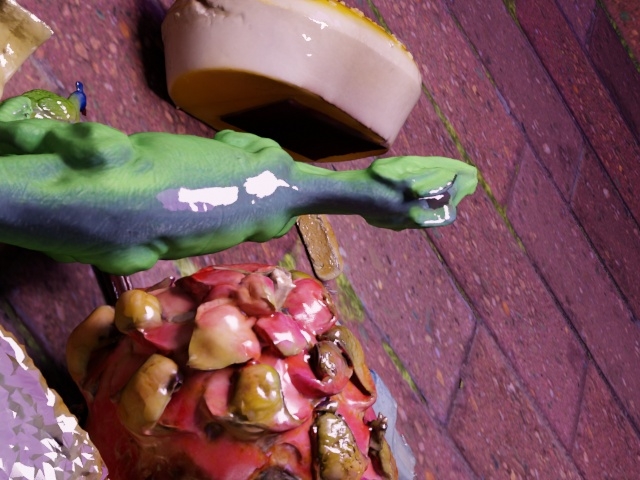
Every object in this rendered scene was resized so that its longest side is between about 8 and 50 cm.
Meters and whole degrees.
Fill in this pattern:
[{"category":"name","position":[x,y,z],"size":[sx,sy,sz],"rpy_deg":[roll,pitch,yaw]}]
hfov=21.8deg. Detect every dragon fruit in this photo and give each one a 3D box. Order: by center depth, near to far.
[{"category":"dragon fruit","position":[-0.077,0.144,1.267],"size":[0.250,0.269,0.291],"rpy_deg":[53,-14,47]}]

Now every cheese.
[{"category":"cheese","position":[-0.276,-0.162,1.413],"size":[0.060,0.041,0.084],"rpy_deg":[39,68,-32]}]

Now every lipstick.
[{"category":"lipstick","position":[-0.174,0.045,1.447],"size":[0.027,0.027,0.177],"rpy_deg":[-8,77,-63]}]

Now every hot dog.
[{"category":"hot dog","position":[0.000,0.000,1.796],"size":[0.090,0.030,0.034],"rpy_deg":[68,18,5]}]

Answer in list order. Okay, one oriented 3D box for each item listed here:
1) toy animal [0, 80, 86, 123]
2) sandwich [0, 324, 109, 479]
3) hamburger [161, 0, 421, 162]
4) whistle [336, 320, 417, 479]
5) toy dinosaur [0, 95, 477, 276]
[{"category":"toy animal","position":[-0.251,-0.087,1.401],"size":[0.217,0.041,0.075],"rpy_deg":[-24,92,-59]},{"category":"sandwich","position":[-0.307,0.131,0.919],"size":[0.325,0.131,0.262],"rpy_deg":[-42,104,-41]},{"category":"hamburger","position":[-0.028,-0.182,1.687],"size":[0.295,0.227,0.151],"rpy_deg":[33,64,-52]},{"category":"whistle","position":[0.011,0.144,1.632],"size":[0.269,0.093,0.180],"rpy_deg":[55,13,-23]},{"category":"toy dinosaur","position":[-0.139,-0.009,1.210],"size":[0.500,0.374,0.144],"rpy_deg":[-24,118,-61]}]
